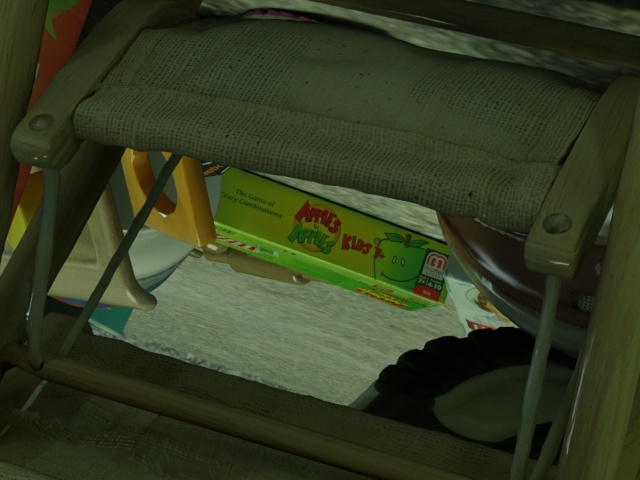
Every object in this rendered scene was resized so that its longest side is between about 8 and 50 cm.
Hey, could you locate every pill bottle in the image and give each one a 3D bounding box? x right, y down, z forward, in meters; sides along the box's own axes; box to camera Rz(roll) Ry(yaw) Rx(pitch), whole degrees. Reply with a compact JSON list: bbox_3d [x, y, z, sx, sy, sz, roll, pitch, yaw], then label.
[{"bbox_3d":[-0.126,-0.032,1.099,0.124,0.124,0.221,19,167,-7],"label":"pill bottle"}]

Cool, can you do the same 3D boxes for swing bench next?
[{"bbox_3d":[-0.001,-0.001,0.628,0.253,0.254,0.165,15,171,22],"label":"swing bench"}]

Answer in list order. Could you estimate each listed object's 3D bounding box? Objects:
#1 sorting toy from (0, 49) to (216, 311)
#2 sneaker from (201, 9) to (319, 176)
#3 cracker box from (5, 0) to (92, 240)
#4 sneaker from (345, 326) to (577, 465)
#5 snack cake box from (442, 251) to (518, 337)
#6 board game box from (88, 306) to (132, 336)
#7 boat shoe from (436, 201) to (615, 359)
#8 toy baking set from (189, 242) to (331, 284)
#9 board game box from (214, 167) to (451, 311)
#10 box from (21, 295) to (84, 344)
[{"bbox_3d":[-0.169,-0.052,0.958,0.047,0.196,0.348,-25,-165,-29],"label":"sorting toy"},{"bbox_3d":[-0.038,-0.065,0.887,0.178,0.077,0.072,9,168,43],"label":"sneaker"},{"bbox_3d":[-0.222,-0.103,0.767,0.232,0.155,0.067,24,170,-31],"label":"cracker box"},{"bbox_3d":[0.005,0.167,0.731,0.410,0.182,0.158,-11,-155,-40],"label":"sneaker"},{"bbox_3d":[0.209,0.047,0.933,0.264,0.089,0.152,14,157,23],"label":"snack cake box"},{"bbox_3d":[-0.334,-0.021,1.664,0.254,0.079,0.336,21,173,20],"label":"board game box"},{"bbox_3d":[0.169,-0.008,0.777,0.324,0.123,0.116,21,142,45],"label":"boat shoe"},{"bbox_3d":[-0.104,-0.014,1.503,0.197,0.030,0.256,29,167,-40],"label":"toy baking set"},{"bbox_3d":[0.000,0.000,1.313,0.181,0.043,0.092,20,171,-10],"label":"board game box"},{"bbox_3d":[-0.456,0.096,1.278,0.472,0.479,0.297,9,168,36],"label":"box"}]
